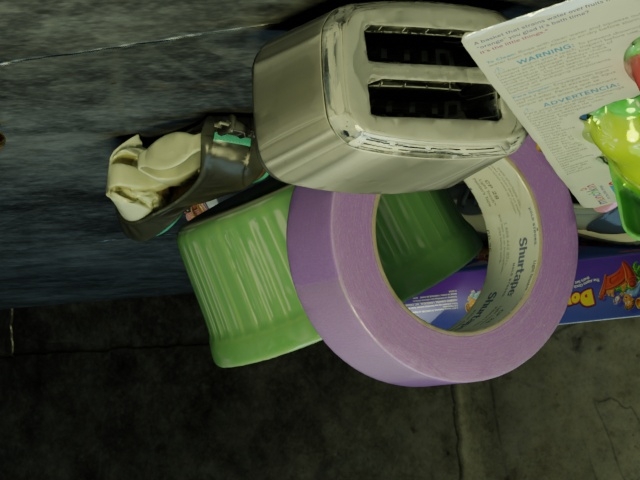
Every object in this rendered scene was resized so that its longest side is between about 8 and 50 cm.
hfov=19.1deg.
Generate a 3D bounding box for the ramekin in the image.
[{"bbox_3d":[0.000,0.000,1.959,0.303,0.148,0.303,-24,-174,3],"label":"ramekin"}]

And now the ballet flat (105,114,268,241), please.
[{"bbox_3d":[-0.156,-0.073,1.930,0.096,0.095,0.280,12,156,-34],"label":"ballet flat"}]

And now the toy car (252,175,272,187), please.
[{"bbox_3d":[0.013,-0.020,2.272,0.159,0.136,0.182,-6,174,27],"label":"toy car"}]

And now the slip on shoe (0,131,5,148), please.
[{"bbox_3d":[-0.331,-0.098,1.781,0.041,0.051,0.135,-43,162,1],"label":"slip on shoe"}]

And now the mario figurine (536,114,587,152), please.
[{"bbox_3d":[0.351,-0.129,1.632,0.320,0.170,0.198,7,-151,1],"label":"mario figurine"}]

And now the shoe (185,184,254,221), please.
[{"bbox_3d":[-0.134,-0.047,2.286,0.081,0.063,0.178,-10,178,14],"label":"shoe"}]

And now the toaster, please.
[{"bbox_3d":[0.049,-0.109,1.425,0.227,0.129,0.146,2,169,-26],"label":"toaster"}]

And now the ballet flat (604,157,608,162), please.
[{"bbox_3d":[0.363,-0.088,2.087,0.091,0.077,0.241,-7,174,31],"label":"ballet flat"}]

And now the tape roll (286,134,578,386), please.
[{"bbox_3d":[0.107,-0.001,1.793,0.274,0.275,0.090,0,174,-30],"label":"tape roll"}]

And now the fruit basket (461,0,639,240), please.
[{"bbox_3d":[0.300,-0.128,1.354,0.327,0.165,0.353,-16,151,17],"label":"fruit basket"}]

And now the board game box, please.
[{"bbox_3d":[0.236,0.044,2.316,0.347,0.078,0.233,-6,-169,2],"label":"board game box"}]

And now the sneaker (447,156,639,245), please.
[{"bbox_3d":[0.251,-0.068,2.259,0.319,0.112,0.131,-2,149,31],"label":"sneaker"}]
